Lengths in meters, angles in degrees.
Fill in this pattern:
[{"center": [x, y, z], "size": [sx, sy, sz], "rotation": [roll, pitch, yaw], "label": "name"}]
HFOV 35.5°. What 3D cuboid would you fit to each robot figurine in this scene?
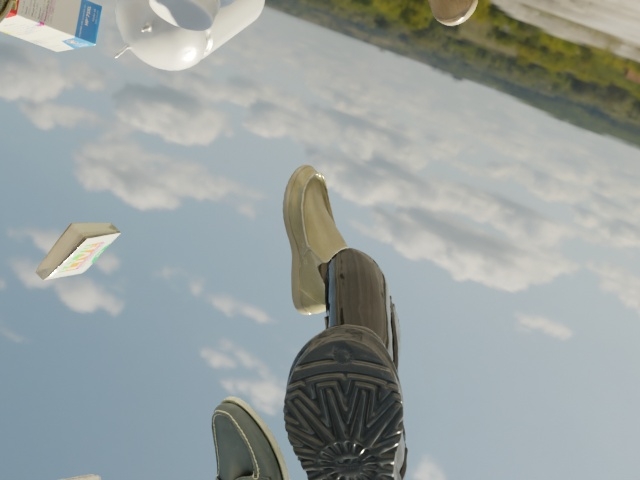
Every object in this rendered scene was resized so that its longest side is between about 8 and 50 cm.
[{"center": [-0.246, -0.454, 1.895], "size": [0.200, 0.300, 0.353], "rotation": [45, -125, 0], "label": "robot figurine"}]

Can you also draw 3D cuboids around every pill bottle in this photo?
[{"center": [-0.138, -0.373, 1.242], "size": [0.117, 0.215, 0.117], "rotation": [17, 164, 5], "label": "pill bottle"}]

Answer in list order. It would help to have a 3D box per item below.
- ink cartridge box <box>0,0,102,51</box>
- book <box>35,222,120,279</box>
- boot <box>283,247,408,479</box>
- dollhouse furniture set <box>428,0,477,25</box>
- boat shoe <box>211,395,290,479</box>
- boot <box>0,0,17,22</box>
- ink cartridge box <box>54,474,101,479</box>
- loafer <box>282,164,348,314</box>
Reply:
[{"center": [-0.519, -0.406, 1.747], "size": [0.134, 0.078, 0.231], "rotation": [3, 172, 44], "label": "ink cartridge box"}, {"center": [-0.374, 0.016, 1.543], "size": [0.035, 0.096, 0.144], "rotation": [44, -171, 5], "label": "book"}, {"center": [0.054, 0.150, 1.411], "size": [0.146, 0.367, 0.445], "rotation": [0, -147, 7], "label": "boot"}, {"center": [0.200, -0.383, 1.121], "size": [0.362, 0.394, 0.256], "rotation": [11, -122, -55], "label": "dollhouse furniture set"}, {"center": [-0.110, 0.396, 1.503], "size": [0.099, 0.319, 0.116], "rotation": [-18, -177, -43], "label": "boat shoe"}, {"center": [-0.364, -0.331, 1.181], "size": [0.095, 0.262, 0.203], "rotation": [64, 175, -28], "label": "boot"}, {"center": [-0.461, 0.517, 1.793], "size": [0.159, 0.092, 0.218], "rotation": [-6, -163, -17], "label": "ink cartridge box"}, {"center": [0.000, 0.000, 1.747], "size": [0.092, 0.268, 0.102], "rotation": [3, -165, 31], "label": "loafer"}]
